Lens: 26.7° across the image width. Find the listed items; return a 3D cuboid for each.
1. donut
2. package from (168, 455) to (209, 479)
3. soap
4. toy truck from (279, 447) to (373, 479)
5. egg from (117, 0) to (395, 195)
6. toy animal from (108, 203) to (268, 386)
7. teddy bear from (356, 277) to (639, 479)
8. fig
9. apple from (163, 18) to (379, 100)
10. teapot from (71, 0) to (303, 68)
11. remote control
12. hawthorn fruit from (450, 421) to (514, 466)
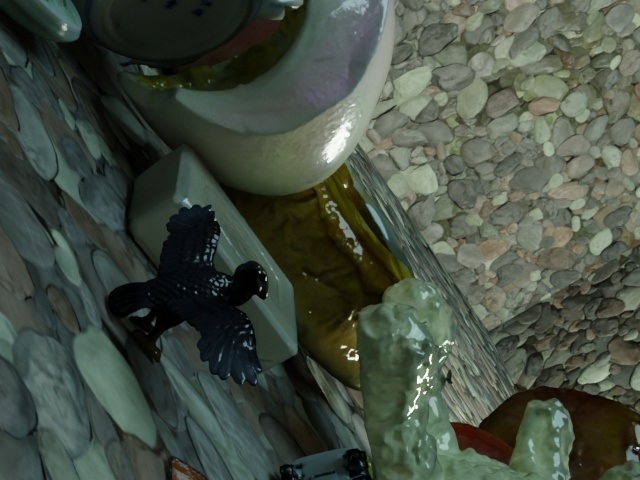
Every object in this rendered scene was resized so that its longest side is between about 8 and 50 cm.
[{"bbox_3d":[0.000,0.000,1.455,0.330,0.160,0.330,53,3,-4],"label":"donut"},{"bbox_3d":[-0.062,0.188,0.862,0.077,0.033,0.110,26,11,-31],"label":"package"},{"bbox_3d":[-0.092,0.019,1.174,0.183,0.064,0.121,55,12,-24],"label":"soap"},{"bbox_3d":[0.010,0.219,1.069,0.111,0.076,0.077,-98,176,-67],"label":"toy truck"},{"bbox_3d":[-0.027,-0.133,1.238,0.162,0.271,0.206,64,6,22],"label":"egg"},{"bbox_3d":[-0.091,0.040,0.963,0.220,0.108,0.062,-107,170,-52],"label":"toy animal"},{"bbox_3d":[0.240,0.219,1.241,0.327,0.362,0.375,-29,115,-75],"label":"teddy bear"},{"bbox_3d":[0.320,0.387,1.842,0.286,0.286,0.368,-112,-164,-48],"label":"fig"},{"bbox_3d":[-0.066,-0.254,1.691,0.345,0.269,0.344,-12,90,-88],"label":"apple"},{"bbox_3d":[-0.157,-0.321,1.286,0.424,0.252,0.280,11,53,-37],"label":"teapot"},{"bbox_3d":[-0.280,-0.246,1.072,0.256,0.045,0.097,48,12,-40],"label":"remote control"},{"bbox_3d":[0.137,0.257,1.448,0.203,0.162,0.162,47,10,-6],"label":"hawthorn fruit"}]
